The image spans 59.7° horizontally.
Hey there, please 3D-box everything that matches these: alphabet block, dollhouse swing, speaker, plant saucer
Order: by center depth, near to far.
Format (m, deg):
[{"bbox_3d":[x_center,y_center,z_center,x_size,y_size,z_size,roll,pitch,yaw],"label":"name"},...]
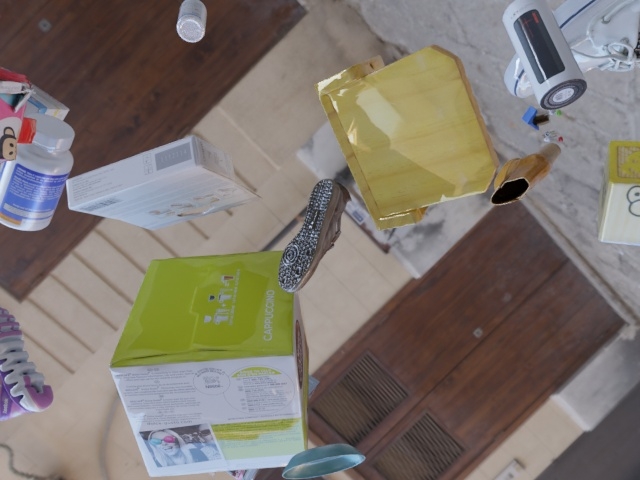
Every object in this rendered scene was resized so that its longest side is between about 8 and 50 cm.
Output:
[{"bbox_3d":[0.265,-0.226,0.664,0.055,0.055,0.136,43,-148,-62],"label":"speaker"},{"bbox_3d":[0.003,0.310,0.786,0.119,0.119,0.021,44,-153,-53],"label":"plant saucer"},{"bbox_3d":[0.209,-0.245,1.206,0.347,0.304,0.315,64,-152,-13],"label":"dollhouse swing"},{"bbox_3d":[0.820,-0.119,1.416,0.192,0.193,0.197,6,133,20],"label":"alphabet block"}]

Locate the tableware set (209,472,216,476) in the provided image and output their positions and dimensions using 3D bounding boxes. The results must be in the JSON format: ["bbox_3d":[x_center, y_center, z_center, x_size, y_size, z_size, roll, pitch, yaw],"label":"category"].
[{"bbox_3d":[-0.262,0.535,1.409,0.039,0.128,0.194,43,167,47],"label":"tableware set"}]

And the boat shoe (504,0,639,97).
[{"bbox_3d":[0.482,-0.328,0.885,0.136,0.367,0.157,21,-143,-59],"label":"boat shoe"}]

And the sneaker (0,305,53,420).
[{"bbox_3d":[-0.577,0.217,0.988,0.236,0.104,0.095,59,179,11],"label":"sneaker"}]

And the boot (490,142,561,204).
[{"bbox_3d":[0.553,-0.164,1.632,0.104,0.211,0.295,49,153,4],"label":"boot"}]

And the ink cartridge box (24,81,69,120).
[{"bbox_3d":[-0.863,-0.357,1.577,0.171,0.168,0.233,35,-173,-11],"label":"ink cartridge box"}]

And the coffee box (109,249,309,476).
[{"bbox_3d":[-0.202,0.251,1.200,0.338,0.338,0.335,-93,-1,-56],"label":"coffee box"}]

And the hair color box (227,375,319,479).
[{"bbox_3d":[-0.147,0.550,1.703,0.113,0.185,0.374,30,-160,13],"label":"hair color box"}]

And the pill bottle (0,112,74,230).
[{"bbox_3d":[-0.713,-0.172,1.392,0.152,0.272,0.152,28,-157,-13],"label":"pill bottle"}]

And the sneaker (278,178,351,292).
[{"bbox_3d":[0.000,0.000,0.877,0.066,0.189,0.071,25,-179,42],"label":"sneaker"}]

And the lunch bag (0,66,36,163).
[{"bbox_3d":[-0.428,-0.141,0.572,0.258,0.120,0.293,5,-172,-44],"label":"lunch bag"}]

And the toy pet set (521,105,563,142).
[{"bbox_3d":[0.591,-0.327,1.495,0.114,0.065,0.122,-98,-10,-60],"label":"toy pet set"}]

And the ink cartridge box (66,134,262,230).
[{"bbox_3d":[-0.307,-0.105,1.138,0.261,0.296,0.066,23,-125,-68],"label":"ink cartridge box"}]

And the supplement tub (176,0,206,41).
[{"bbox_3d":[-0.326,-0.559,1.416,0.071,0.071,0.107,44,-153,-39],"label":"supplement tub"}]
